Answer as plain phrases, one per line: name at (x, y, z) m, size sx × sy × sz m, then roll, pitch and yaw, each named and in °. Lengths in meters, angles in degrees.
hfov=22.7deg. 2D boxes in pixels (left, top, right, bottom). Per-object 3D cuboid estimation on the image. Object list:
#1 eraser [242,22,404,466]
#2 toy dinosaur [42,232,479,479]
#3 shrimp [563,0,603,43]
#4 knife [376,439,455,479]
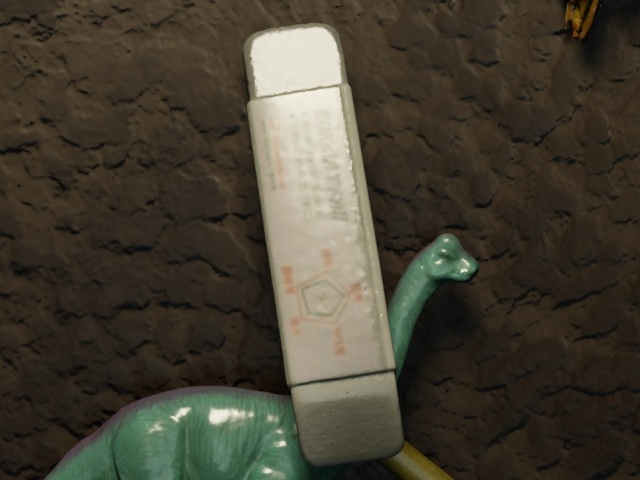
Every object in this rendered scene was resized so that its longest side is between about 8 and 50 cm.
eraser at (0.000, 0.000, 1.269) m, size 0.089 × 0.061 × 0.352 m, roll -9°, pitch 76°, yaw 2°
toy dinosaur at (-0.083, 0.128, 1.315) m, size 0.383 × 0.129 × 0.331 m, roll 10°, pitch 86°, yaw 5°
shrimp at (0.263, -0.284, 1.290) m, size 0.145 × 0.061 × 0.267 m, roll 21°, pitch 94°, yaw -14°
knife at (0.133, 0.250, 1.365) m, size 0.343 × 0.027 × 0.061 m, roll 37°, pitch 94°, yaw -4°
